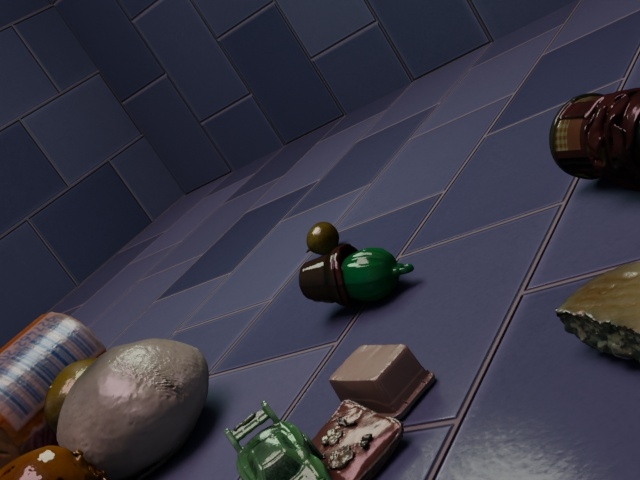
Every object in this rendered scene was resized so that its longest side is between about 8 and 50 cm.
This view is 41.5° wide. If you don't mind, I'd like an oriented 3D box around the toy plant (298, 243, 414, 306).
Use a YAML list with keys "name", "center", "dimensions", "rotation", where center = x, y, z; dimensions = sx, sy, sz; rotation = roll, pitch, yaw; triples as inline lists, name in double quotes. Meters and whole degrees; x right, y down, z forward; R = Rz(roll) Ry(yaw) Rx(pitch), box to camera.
- name: "toy plant"
  center: [0.067, 0.055, 1.415]
  dimensions: [0.200, 0.105, 0.143]
  rotation: [-7, 10, 23]

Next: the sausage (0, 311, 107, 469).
- name: "sausage"
  center: [-0.575, 0.311, 1.673]
  dimensions: [0.233, 0.233, 0.287]
  rotation: [-22, 18, 37]

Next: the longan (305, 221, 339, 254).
- name: "longan"
  center: [0.000, 0.000, 1.780]
  dimensions: [0.083, 0.075, 0.075]
  rotation: [-39, 12, 23]

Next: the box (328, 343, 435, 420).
- name: "box"
  center: [0.073, 0.177, 1.069]
  dimensions: [0.089, 0.062, 0.122]
  rotation: [-43, 18, -31]

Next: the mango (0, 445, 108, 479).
- name: "mango"
  center: [-0.429, 0.418, 1.188]
  dimensions: [0.201, 0.153, 0.287]
  rotation: [22, 62, 38]

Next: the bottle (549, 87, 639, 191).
- name: "bottle"
  center: [0.440, -0.141, 1.177]
  dimensions: [0.156, 0.143, 0.271]
  rotation: [4, 5, -13]

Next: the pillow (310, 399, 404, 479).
- name: "pillow"
  center: [-0.009, 0.278, 0.961]
  dimensions: [0.232, 0.043, 0.126]
  rotation: [-40, 19, -23]

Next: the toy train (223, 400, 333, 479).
- name: "toy train"
  center: [-0.044, 0.247, 0.913]
  dimensions: [0.099, 0.081, 0.149]
  rotation: [-35, 23, -9]

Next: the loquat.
- name: "loquat"
  center: [-0.427, 0.295, 1.568]
  dimensions: [0.152, 0.152, 0.195]
  rotation: [-29, 16, 17]

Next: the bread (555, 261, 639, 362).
- name: "bread"
  center: [0.351, 0.065, 0.836]
  dimensions: [0.232, 0.064, 0.172]
  rotation: [-27, 16, 29]

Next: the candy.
- name: "candy"
  center: [-0.307, 0.260, 1.374]
  dimensions: [0.295, 0.185, 0.295]
  rotation: [-35, 18, 13]
